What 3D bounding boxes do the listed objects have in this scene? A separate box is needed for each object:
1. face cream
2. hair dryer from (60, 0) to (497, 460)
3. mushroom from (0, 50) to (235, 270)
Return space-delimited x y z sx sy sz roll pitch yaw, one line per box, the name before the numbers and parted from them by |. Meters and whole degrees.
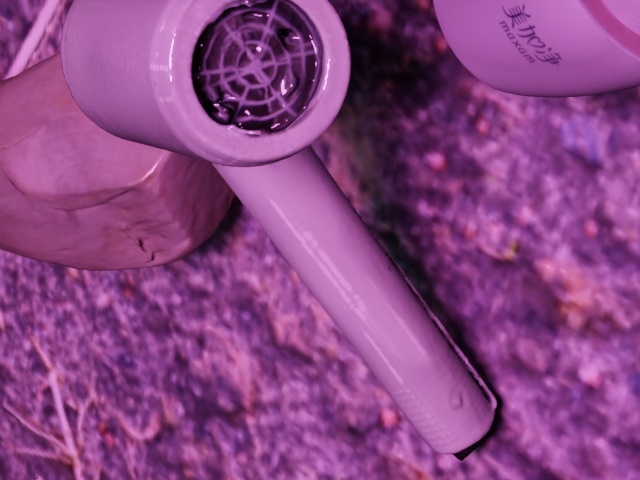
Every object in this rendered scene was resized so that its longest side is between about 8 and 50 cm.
face cream | 0.091 -0.093 0.555 0.095 0.091 0.091 -22 85 50
hair dryer | 0.000 0.000 0.615 0.236 0.073 0.131 57 167 -21
mushroom | -0.117 -0.038 0.751 0.247 0.096 0.108 -2 124 45
